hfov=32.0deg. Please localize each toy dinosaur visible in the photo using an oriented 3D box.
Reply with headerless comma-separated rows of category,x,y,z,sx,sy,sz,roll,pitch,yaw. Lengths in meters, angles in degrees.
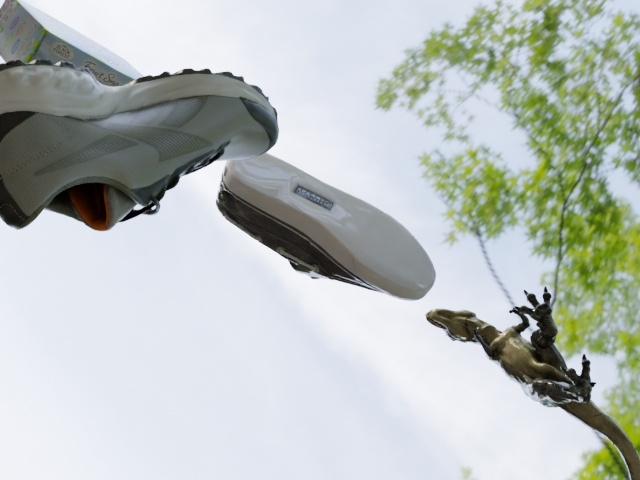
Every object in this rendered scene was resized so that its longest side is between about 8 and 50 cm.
toy dinosaur,0.204,0.118,0.992,0.268,0.064,0.118,44,-23,30

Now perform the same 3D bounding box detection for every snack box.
snack box,-0.287,-0.203,1.315,0.174,0.207,0.070,27,-81,-35

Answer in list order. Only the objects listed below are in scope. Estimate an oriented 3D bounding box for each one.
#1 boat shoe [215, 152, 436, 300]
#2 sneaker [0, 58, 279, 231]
boat shoe,0.000,0.000,1.404,0.301,0.108,0.102,29,-48,5
sneaker,-0.132,-0.060,0.788,0.100,0.271,0.108,-26,-101,40
